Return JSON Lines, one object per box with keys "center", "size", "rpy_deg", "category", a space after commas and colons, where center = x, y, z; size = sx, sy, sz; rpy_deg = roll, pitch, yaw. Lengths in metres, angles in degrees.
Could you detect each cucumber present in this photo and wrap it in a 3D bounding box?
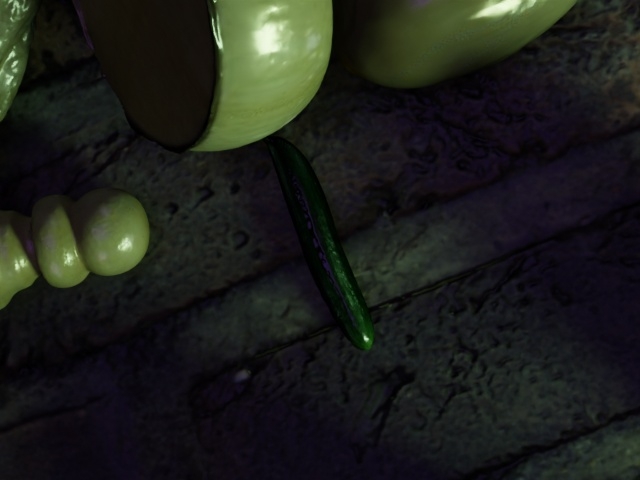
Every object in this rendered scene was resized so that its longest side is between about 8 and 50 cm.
{"center": [0.000, 0.000, 1.370], "size": [0.033, 0.036, 0.184], "rpy_deg": [-21, 86, 2], "category": "cucumber"}

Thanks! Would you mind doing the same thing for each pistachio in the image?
{"center": [0.106, -0.189, 1.301], "size": [0.215, 0.144, 0.144], "rpy_deg": [-23, 84, 6], "category": "pistachio"}

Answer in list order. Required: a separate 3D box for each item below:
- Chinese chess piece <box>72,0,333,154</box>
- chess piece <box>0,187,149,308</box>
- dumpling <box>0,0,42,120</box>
{"center": [-0.095, -0.191, 1.288], "size": [0.104, 0.257, 0.257], "rpy_deg": [-22, 83, -27], "category": "Chinese chess piece"}
{"center": [-0.218, 0.006, 1.400], "size": [0.170, 0.094, 0.094], "rpy_deg": [-9, 87, 6], "category": "chess piece"}
{"center": [-0.269, -0.154, 1.382], "size": [0.086, 0.166, 0.332], "rpy_deg": [21, 111, -3], "category": "dumpling"}
